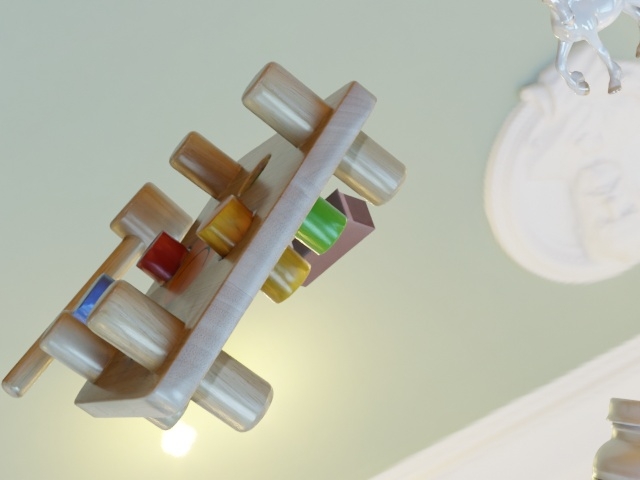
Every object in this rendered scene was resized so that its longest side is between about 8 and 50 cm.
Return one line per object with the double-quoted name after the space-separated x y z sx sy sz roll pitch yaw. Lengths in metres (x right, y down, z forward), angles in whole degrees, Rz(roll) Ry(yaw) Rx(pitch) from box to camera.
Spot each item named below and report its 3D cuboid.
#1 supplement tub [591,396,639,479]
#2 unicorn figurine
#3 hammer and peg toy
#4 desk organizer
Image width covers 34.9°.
0.354 0.298 0.984 0.191 0.272 0.191 7 174 1 "supplement tub"
0.203 -0.165 0.748 0.060 0.111 0.162 -3 -148 46 "unicorn figurine"
-0.101 0.031 0.786 0.266 0.127 0.361 -58 -165 -22 "hammer and peg toy"
0.000 0.000 1.204 0.130 0.050 0.047 -41 -129 30 "desk organizer"
